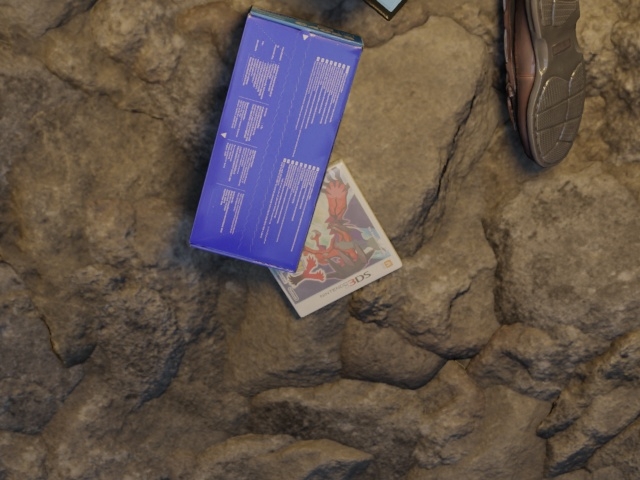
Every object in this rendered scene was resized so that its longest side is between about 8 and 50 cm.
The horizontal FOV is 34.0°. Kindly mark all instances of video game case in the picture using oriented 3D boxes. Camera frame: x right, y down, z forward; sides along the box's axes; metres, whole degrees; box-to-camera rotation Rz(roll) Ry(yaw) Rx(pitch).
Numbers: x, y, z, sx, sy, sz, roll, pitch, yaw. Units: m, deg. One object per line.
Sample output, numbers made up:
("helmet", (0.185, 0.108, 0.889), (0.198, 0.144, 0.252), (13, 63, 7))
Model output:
("video game case", (0.000, 0.000, 1.600), (0.183, 0.023, 0.201), (-28, 113, 10))

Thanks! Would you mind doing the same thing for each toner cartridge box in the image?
("toner cartridge box", (-0.066, -0.140, 1.488), (0.165, 0.075, 0.348), (15, 109, -7))

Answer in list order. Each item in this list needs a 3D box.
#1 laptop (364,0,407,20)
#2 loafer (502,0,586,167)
("laptop", (0.090, -0.458, 1.301), (0.234, 0.136, 0.264), (40, 116, -3))
("loafer", (0.307, -0.254, 1.476), (0.109, 0.095, 0.303), (-23, 123, -26))
